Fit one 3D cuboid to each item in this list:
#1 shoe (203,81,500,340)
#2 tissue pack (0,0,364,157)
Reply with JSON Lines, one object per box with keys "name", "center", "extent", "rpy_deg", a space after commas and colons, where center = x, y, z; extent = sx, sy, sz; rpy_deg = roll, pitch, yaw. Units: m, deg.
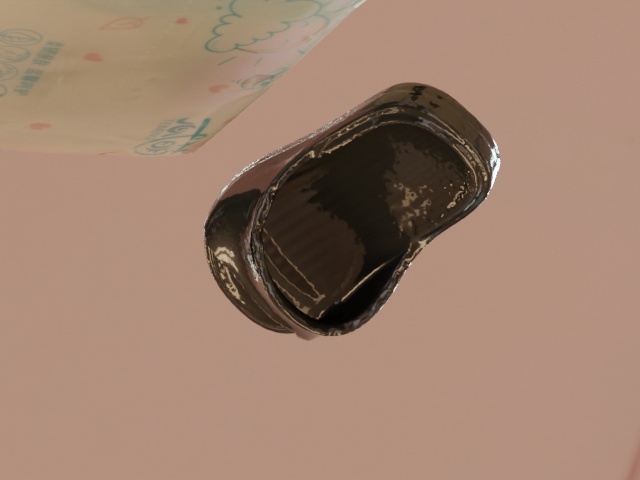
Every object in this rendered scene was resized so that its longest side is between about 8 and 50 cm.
{"name": "shoe", "center": [0.000, 0.000, 1.086], "extent": [0.108, 0.093, 0.241], "rpy_deg": [41, -43, -12]}
{"name": "tissue pack", "center": [-0.096, -0.134, 0.878], "extent": [0.201, 0.124, 0.271], "rpy_deg": [5, -17, -22]}
